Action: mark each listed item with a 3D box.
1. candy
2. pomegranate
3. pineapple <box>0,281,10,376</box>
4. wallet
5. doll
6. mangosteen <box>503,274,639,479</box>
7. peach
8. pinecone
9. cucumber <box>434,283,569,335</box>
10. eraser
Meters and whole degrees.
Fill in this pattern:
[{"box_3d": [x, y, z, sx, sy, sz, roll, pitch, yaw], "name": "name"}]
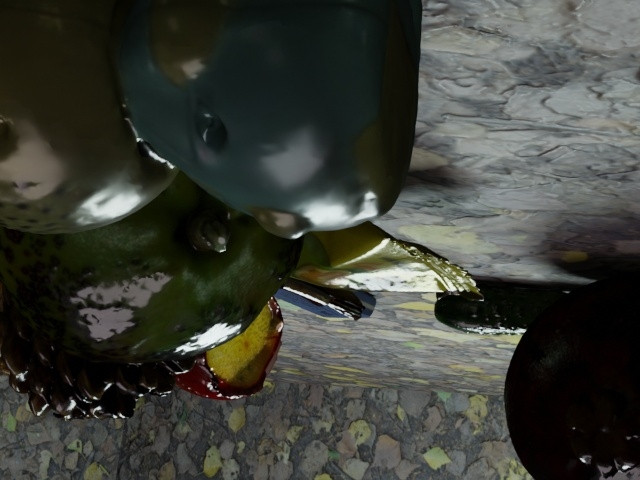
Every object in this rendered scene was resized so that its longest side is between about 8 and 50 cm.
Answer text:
[{"box_3d": [0.000, 0.000, 1.038, 0.297, 0.081, 0.187, 10, 170, 27], "name": "candy"}, {"box_3d": [-0.128, -0.041, 0.776, 0.204, 0.276, 0.222, -39, 122, 19], "name": "pomegranate"}, {"box_3d": [-0.409, 0.114, 1.498, 0.334, 0.161, 0.158, 29, 155, 13], "name": "pineapple"}, {"box_3d": [-0.055, 0.030, 1.232, 0.255, 0.031, 0.137, 23, -171, -46], "name": "wallet"}, {"box_3d": [-0.086, -0.082, 0.547, 0.260, 0.161, 0.177, 2, 169, 12], "name": "doll"}, {"box_3d": [0.360, 0.185, 1.227, 0.311, 0.311, 0.311, 7, 168, 1], "name": "mangosteen"}, {"box_3d": [-0.141, 0.128, 1.487, 0.190, 0.196, 0.226, -23, 178, -18], "name": "peach"}, {"box_3d": [-0.267, 0.107, 1.289, 0.257, 0.243, 0.243, 24, 176, 26], "name": "pinecone"}, {"box_3d": [0.258, 0.090, 1.372, 0.227, 0.069, 0.069, 2, 167, 14], "name": "cucumber"}, {"box_3d": [0.000, 0.074, 1.509, 0.082, 0.036, 0.225, -1, 165, 26], "name": "eraser"}]
